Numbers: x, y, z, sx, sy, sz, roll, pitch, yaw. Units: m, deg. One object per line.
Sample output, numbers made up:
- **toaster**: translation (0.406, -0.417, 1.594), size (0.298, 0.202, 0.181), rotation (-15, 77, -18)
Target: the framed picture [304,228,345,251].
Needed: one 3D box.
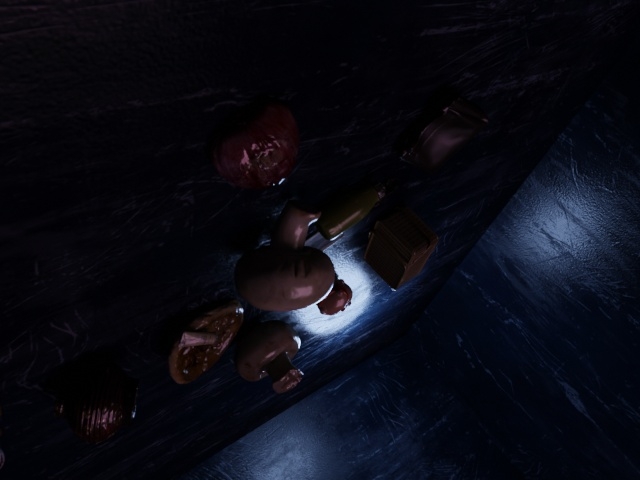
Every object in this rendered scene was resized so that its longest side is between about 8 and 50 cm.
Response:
- **framed picture**: translation (0.000, 0.000, 1.934), size (0.203, 0.015, 0.150), rotation (-35, 152, -12)

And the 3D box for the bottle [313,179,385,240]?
- **bottle**: translation (0.102, -0.112, 1.780), size (0.260, 0.112, 0.112), rotation (-36, 156, -10)

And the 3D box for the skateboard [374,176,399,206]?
- **skateboard**: translation (0.226, -0.173, 1.933), size (0.151, 0.067, 0.080), rotation (-34, 166, -22)

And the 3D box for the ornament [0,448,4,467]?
- **ornament**: translation (-0.945, 0.590, 1.396), size (0.177, 0.177, 0.177), rotation (-32, 156, -17)

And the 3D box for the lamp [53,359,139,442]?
- **lamp**: translation (-0.661, 0.476, 1.564), size (0.247, 0.247, 0.247), rotation (-32, 156, -17)

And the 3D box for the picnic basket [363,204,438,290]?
- **picnic basket**: translation (0.328, 0.032, 2.236), size (0.175, 0.228, 0.313), rotation (-30, 156, -27)

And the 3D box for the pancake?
- **pancake**: translation (-0.397, 0.357, 1.860), size (0.356, 0.065, 0.356), rotation (-48, 161, -23)

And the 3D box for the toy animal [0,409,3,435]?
- **toy animal**: translation (-0.889, 0.452, 1.265), size (0.281, 0.195, 0.169), rotation (-32, 116, -8)

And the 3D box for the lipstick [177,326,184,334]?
- **lipstick**: translation (-0.468, 0.347, 1.839), size (0.040, 0.040, 0.141), rotation (-30, 155, -21)

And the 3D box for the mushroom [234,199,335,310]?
- **mushroom**: translation (-0.084, 0.088, 1.630), size (0.356, 0.315, 0.315), rotation (-36, 158, 11)

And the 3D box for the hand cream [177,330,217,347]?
- **hand cream**: translation (-0.395, 0.317, 1.707), size (0.143, 0.039, 0.061), rotation (7, 113, -52)

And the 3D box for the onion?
- **onion**: translation (-0.127, -0.199, 1.278), size (0.227, 0.120, 0.283), rotation (-36, 157, 4)

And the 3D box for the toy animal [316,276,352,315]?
- **toy animal**: translation (0.056, 0.250, 2.319), size (0.171, 0.171, 0.197), rotation (-45, 164, 11)

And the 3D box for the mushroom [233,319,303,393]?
- **mushroom**: translation (-0.198, 0.490, 2.179), size (0.297, 0.290, 0.298), rotation (-31, 155, -17)

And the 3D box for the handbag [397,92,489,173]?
- **handbag**: translation (0.403, -0.364, 1.784), size (0.285, 0.114, 0.257), rotation (-44, 152, 27)
